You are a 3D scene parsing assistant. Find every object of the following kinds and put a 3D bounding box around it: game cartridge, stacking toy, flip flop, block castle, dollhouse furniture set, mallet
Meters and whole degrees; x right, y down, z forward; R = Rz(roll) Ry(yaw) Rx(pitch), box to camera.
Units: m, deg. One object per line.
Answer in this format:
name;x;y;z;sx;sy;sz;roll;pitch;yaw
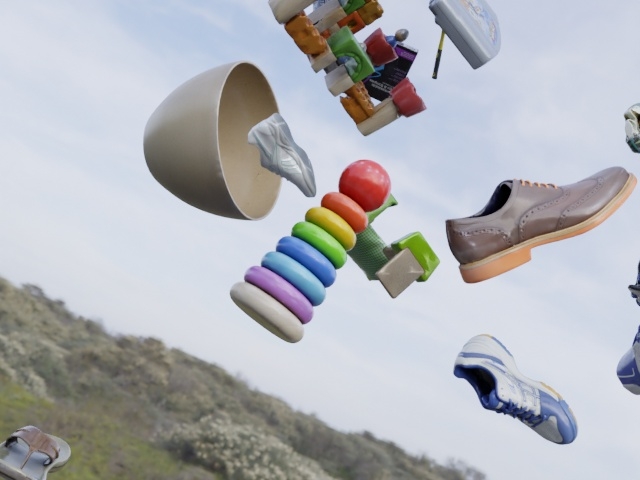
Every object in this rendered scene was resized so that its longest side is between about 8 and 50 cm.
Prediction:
game cartridge;0.324;-0.498;1.978;0.198;0.297;0.062;43;-58;-17
stacking toy;0.000;0.000;1.464;0.141;0.330;0.141;35;-12;9
flip flop;-0.469;0.343;1.466;0.112;0.080;0.277;29;-2;3
block castle;0.059;-0.475;1.941;0.453;0.213;0.303;47;17;-44
dollhouse furniture set;0.071;0.030;1.807;0.197;0.151;0.301;54;-22;-10
mallet;0.340;-0.562;2.578;0.039;0.189;0.062;-11;39;-36

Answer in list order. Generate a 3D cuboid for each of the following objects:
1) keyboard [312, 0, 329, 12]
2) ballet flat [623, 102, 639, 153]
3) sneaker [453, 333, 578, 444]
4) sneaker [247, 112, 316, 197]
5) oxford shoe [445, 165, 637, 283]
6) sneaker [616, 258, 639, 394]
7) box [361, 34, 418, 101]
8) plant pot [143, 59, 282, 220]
keyboard;0.073;-0.644;2.293;0.202;0.317;0.033;-16;-53;12
ballet flat;0.837;-0.315;2.380;0.070;0.188;0.070;6;-41;5
sneaker;0.398;0.336;1.872;0.296;0.131;0.112;41;-47;14
sneaker;-0.055;-0.121;1.346;0.061;0.053;0.152;-24;-57;15
oxford shoe;0.385;-0.060;1.549;0.132;0.364;0.130;64;-14;-6
sneaker;0.547;0.105;1.401;0.182;0.127;0.315;39;-35;4
box;0.165;-0.437;2.289;0.116;0.162;0.029;23;31;-4
plant pot;-0.205;-0.174;1.617;0.191;0.284;0.284;-1;-21;21
